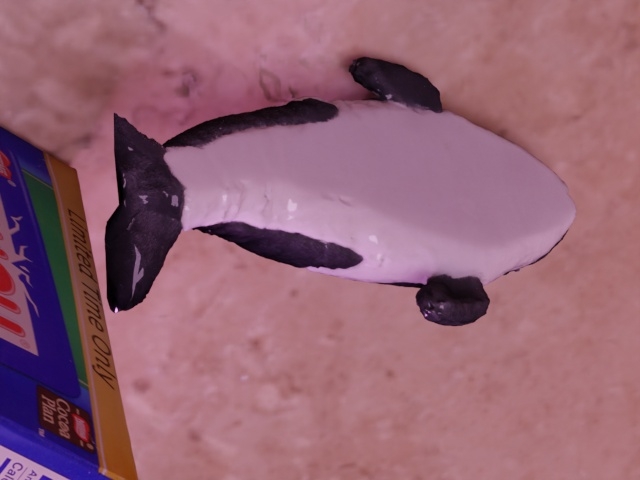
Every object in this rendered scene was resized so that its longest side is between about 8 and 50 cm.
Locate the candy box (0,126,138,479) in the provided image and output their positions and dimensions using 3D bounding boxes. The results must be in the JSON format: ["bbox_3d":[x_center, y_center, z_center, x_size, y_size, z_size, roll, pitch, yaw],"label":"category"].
[{"bbox_3d":[-0.241,-0.003,0.652,0.317,0.268,0.122,34,106,-30],"label":"candy box"}]

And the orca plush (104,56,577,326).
[{"bbox_3d":[0.000,0.000,0.819,0.287,0.151,0.102,-18,164,-45],"label":"orca plush"}]
